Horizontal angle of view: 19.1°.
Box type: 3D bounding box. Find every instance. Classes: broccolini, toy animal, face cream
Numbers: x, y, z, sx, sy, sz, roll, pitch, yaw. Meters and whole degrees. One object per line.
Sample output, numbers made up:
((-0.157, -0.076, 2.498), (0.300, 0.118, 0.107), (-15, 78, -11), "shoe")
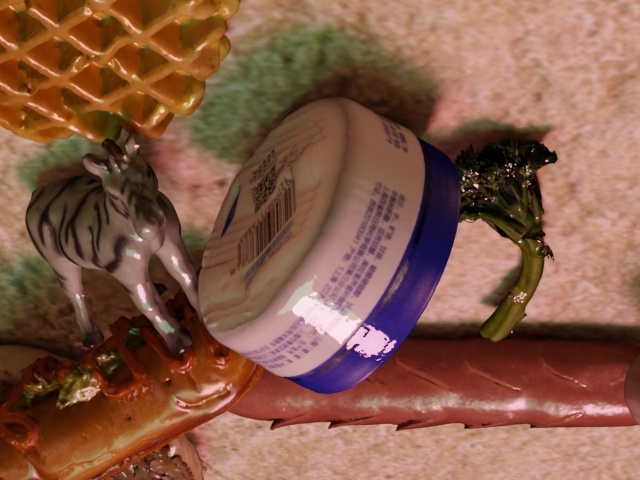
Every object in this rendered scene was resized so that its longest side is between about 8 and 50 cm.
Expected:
((0.123, 0.016, 1.518), (0.123, 0.062, 0.271), (-6, 146, 1), "broccolini")
((-0.144, 0.009, 1.485), (0.170, 0.090, 0.255), (53, 150, -7), "toy animal")
((0.000, 0.000, 1.399), (0.111, 0.206, 0.206), (28, 142, -22), "face cream")

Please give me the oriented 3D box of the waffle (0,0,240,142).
((-0.199, -0.156, 1.329), (0.283, 0.065, 0.309), (7, 146, -1), "waffle")

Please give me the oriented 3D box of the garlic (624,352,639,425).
((0.355, 0.105, 1.542), (0.160, 0.214, 0.191), (43, 179, -20), "garlic")

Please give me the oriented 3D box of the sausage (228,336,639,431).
((0.097, 0.127, 1.691), (0.433, 0.088, 0.088), (-2, 146, 13), "sausage")

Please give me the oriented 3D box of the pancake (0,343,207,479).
((-0.296, 0.210, 1.902), (0.382, 0.071, 0.382), (6, 147, 4), "pancake")

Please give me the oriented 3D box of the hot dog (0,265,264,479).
((-0.192, 0.136, 1.641), (0.349, 0.158, 0.117), (-31, 98, 24), "hot dog")
